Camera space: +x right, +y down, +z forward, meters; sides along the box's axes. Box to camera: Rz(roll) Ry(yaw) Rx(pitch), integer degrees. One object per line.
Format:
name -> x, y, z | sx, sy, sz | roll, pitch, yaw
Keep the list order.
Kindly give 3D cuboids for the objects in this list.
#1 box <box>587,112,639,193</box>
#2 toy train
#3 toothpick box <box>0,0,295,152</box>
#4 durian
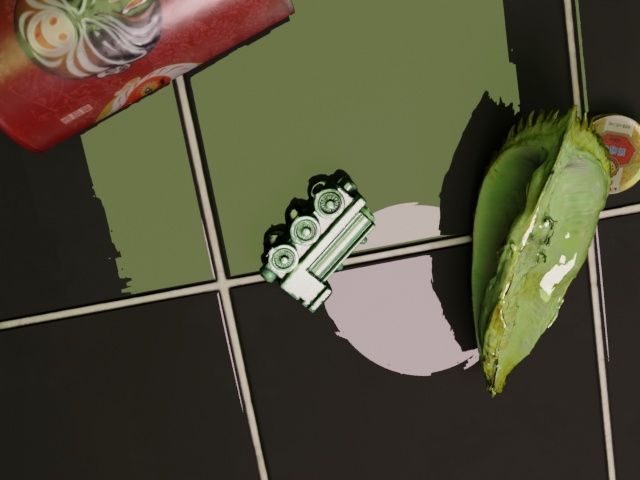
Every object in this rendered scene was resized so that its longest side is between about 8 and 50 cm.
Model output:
box -> 0.374, -0.113, 1.029 | 0.105, 0.037, 0.105 | -1, 104, -3
toy train -> 0.000, 0.000, 1.019 | 0.111, 0.071, 0.170 | 39, 97, -21
toothpick box -> -0.220, -0.263, 0.872 | 0.333, 0.204, 0.204 | -28, 103, 2
durian -> 0.270, 0.022, 0.972 | 0.163, 0.198, 0.394 | 12, 110, -4
